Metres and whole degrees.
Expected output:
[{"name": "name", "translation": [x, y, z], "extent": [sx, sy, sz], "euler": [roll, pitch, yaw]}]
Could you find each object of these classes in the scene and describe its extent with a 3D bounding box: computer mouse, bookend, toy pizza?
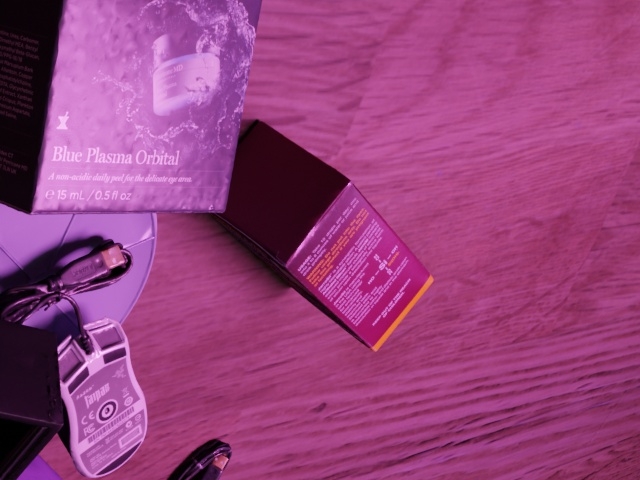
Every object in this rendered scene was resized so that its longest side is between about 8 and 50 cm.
[{"name": "computer mouse", "translation": [-0.167, 0.087, 0.971], "extent": [0.106, 0.042, 0.193], "euler": [-35, 138, -33]}, {"name": "bookend", "translation": [-0.265, 0.111, 0.866], "extent": [0.157, 0.072, 0.156], "euler": [18, 131, -33]}, {"name": "computer mouse", "translation": [-0.137, 0.285, 1.244], "extent": [0.071, 0.041, 0.242], "euler": [11, 111, -53]}, {"name": "toy pizza", "translation": [-0.196, 0.024, 0.940], "extent": [0.201, 0.032, 0.201], "euler": [-32, 143, -28]}]

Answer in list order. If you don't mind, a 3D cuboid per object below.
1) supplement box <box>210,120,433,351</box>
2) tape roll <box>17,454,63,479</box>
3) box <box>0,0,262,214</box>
[{"name": "supplement box", "translation": [0.000, 0.000, 1.094], "extent": [0.081, 0.104, 0.188], "euler": [-51, 147, -5]}, {"name": "tape roll", "translation": [-0.254, 0.247, 1.030], "extent": [0.189, 0.080, 0.189], "euler": [-32, 141, -30]}, {"name": "box", "translation": [-0.126, -0.100, 0.828], "extent": [0.156, 0.093, 0.158], "euler": [-2, 106, -50]}]
